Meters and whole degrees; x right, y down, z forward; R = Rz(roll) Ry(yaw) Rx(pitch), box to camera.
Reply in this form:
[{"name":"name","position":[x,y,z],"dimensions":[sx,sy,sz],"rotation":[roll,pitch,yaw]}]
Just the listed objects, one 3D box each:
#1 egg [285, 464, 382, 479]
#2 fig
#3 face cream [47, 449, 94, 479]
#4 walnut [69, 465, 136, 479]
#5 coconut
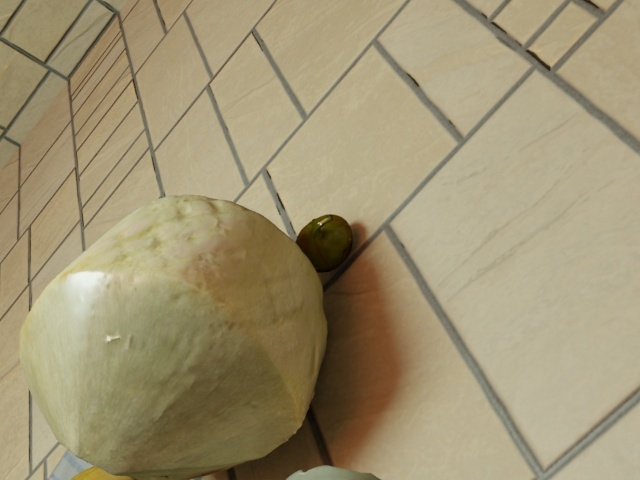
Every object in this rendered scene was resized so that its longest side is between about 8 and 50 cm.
[{"name":"egg","position":[0.015,0.341,0.794],"dimensions":[0.183,0.183,0.217],"rotation":[-29,37,36]},{"name":"fig","position":[0.000,0.000,1.152],"dimensions":[0.084,0.098,0.082],"rotation":[-22,64,15]},{"name":"face cream","position":[-0.434,0.463,1.345],"dimensions":[0.420,0.137,0.235],"rotation":[-59,23,-17]},{"name":"walnut","position":[-0.314,0.410,1.181],"dimensions":[0.206,0.159,0.159],"rotation":[-48,35,20]},{"name":"coconut","position":[-0.190,0.146,1.064],"dimensions":[0.415,0.345,0.415],"rotation":[-51,7,9]}]
